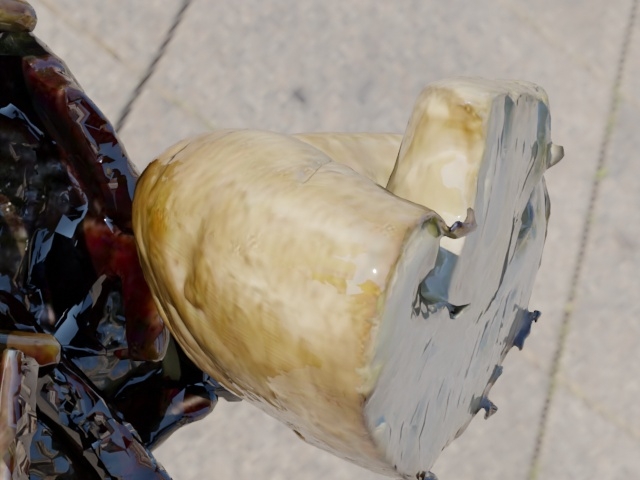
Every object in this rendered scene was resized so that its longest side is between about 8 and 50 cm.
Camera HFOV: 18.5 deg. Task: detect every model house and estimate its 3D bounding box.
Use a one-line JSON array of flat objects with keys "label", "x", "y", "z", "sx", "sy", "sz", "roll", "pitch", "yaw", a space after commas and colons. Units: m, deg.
[{"label": "model house", "x": -0.144, "y": 0.018, "z": 0.902, "sx": 0.282, "sy": 0.297, "sz": 0.317, "roll": 18, "pitch": 12, "yaw": -41}]

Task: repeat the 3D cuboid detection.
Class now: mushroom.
[{"label": "mushroom", "x": 0.000, "y": 0.000, "z": 0.761, "sx": 0.151, "sy": 0.156, "sz": 0.286, "roll": 16, "pitch": 8, "yaw": 14}]
